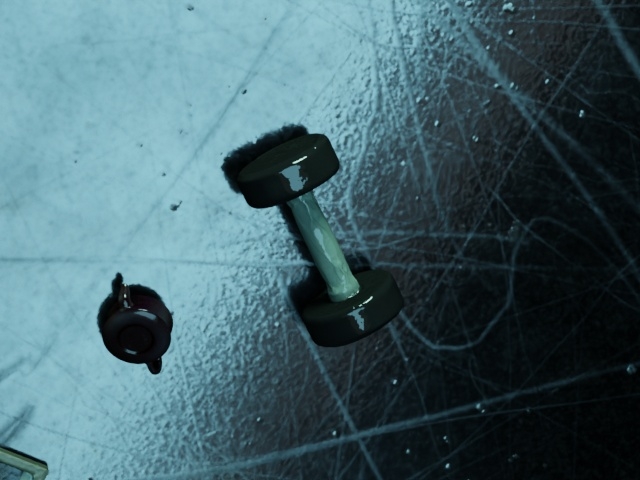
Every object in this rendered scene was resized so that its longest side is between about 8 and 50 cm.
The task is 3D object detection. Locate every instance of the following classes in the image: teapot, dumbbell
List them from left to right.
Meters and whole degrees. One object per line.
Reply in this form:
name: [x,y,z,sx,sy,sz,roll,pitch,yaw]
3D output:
teapot: [-0.174,0.086,1.554,0.068,0.045,0.100,-13,122,13]
dumbbell: [0.000,0.000,1.549,0.100,0.100,0.191,-27,104,-7]

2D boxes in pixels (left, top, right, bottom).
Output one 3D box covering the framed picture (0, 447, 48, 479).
framed picture: [-0.374,0.284,1.558,0.150,0.015,0.203,25,93,-16]
